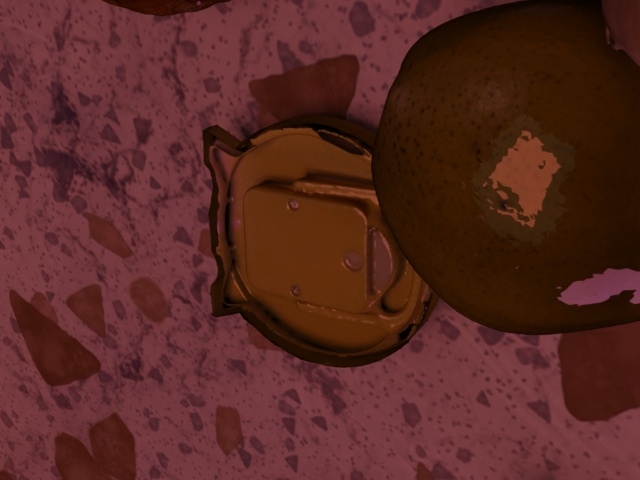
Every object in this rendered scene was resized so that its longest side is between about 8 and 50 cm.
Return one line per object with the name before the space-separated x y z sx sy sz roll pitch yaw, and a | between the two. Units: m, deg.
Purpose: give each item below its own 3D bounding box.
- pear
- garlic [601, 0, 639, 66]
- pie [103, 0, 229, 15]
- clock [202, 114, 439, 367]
pear | 0.177 -0.060 0.748 0.294 0.294 0.294 16 121 28
garlic | 0.311 -0.193 0.560 0.286 0.313 0.249 -27 85 39
pie | -0.137 -0.293 0.850 0.315 0.315 0.092 -14 73 39
clock | 0.004 -0.001 1.031 0.293 0.071 0.277 19 118 27
